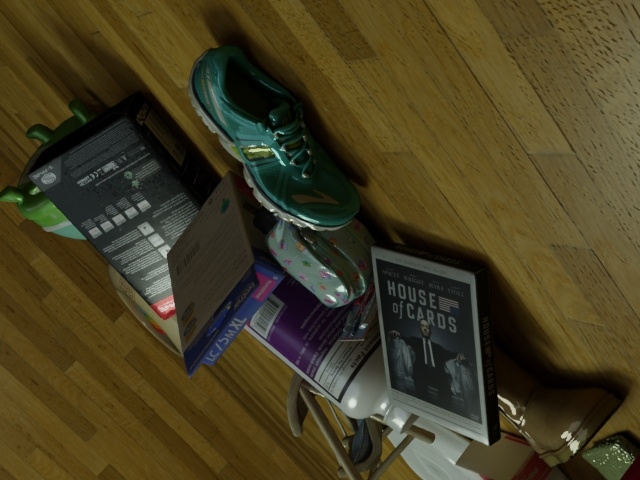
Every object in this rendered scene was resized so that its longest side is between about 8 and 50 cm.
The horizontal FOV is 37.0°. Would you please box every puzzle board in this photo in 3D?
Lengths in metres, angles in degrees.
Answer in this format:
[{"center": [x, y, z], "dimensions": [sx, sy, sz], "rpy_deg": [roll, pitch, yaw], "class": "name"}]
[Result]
[{"center": [0.067, 0.080, 1.324], "dimensions": [0.011, 0.128, 0.096], "rpy_deg": [27, 166, -12], "class": "puzzle board"}]

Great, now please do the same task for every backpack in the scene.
[{"center": [0.000, 0.000, 1.300], "dimensions": [0.182, 0.115, 0.152], "rpy_deg": [43, 162, -3], "class": "backpack"}]

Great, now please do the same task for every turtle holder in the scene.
[{"center": [-0.431, -0.129, 1.838], "dimensions": [0.227, 0.320, 0.243], "rpy_deg": [38, -149, -34], "class": "turtle holder"}]

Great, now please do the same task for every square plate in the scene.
[{"center": [0.250, 0.454, 1.943], "dimensions": [0.347, 0.049, 0.344], "rpy_deg": [23, 153, 50], "class": "square plate"}]

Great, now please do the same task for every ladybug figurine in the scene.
[{"center": [-0.392, 0.149, 2.462], "dimensions": [0.305, 0.162, 0.449], "rpy_deg": [36, 162, 23], "class": "ladybug figurine"}]

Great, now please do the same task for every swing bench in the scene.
[{"center": [0.052, 0.291, 1.672], "dimensions": [0.254, 0.165, 0.253], "rpy_deg": [41, -174, 3], "class": "swing bench"}]

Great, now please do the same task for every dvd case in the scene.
[{"center": [0.146, 0.128, 1.221], "dimensions": [0.179, 0.029, 0.239], "rpy_deg": [15, 121, 47], "class": "dvd case"}]

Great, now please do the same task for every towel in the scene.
[{"center": [0.407, 0.302, 1.257], "dimensions": [0.110, 0.027, 0.148], "rpy_deg": [40, 164, 12], "class": "towel"}]

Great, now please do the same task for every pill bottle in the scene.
[{"center": [0.034, 0.143, 1.452], "dimensions": [0.323, 0.181, 0.181], "rpy_deg": [38, 162, 17], "class": "pill bottle"}]

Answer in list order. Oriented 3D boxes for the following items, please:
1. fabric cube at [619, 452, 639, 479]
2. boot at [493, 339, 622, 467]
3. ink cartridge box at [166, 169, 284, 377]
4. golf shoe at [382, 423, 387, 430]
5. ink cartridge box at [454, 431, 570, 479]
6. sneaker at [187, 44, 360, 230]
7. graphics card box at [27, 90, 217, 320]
[{"center": [0.447, 0.412, 1.034], "dimensions": [0.254, 0.259, 0.258], "rpy_deg": [51, 161, -20], "class": "fabric cube"}, {"center": [0.232, 0.167, 1.229], "dimensions": [0.269, 0.089, 0.236], "rpy_deg": [43, 157, 14], "class": "boot"}, {"center": [-0.144, 0.049, 1.413], "dimensions": [0.065, 0.186, 0.311], "rpy_deg": [29, -158, -27], "class": "ink cartridge box"}, {"center": [0.089, 0.303, 1.915], "dimensions": [0.198, 0.077, 0.094], "rpy_deg": [48, 169, 20], "class": "golf shoe"}, {"center": [0.347, 0.421, 1.570], "dimensions": [0.218, 0.092, 0.158], "rpy_deg": [47, 163, -18], "class": "ink cartridge box"}, {"center": [-0.053, -0.121, 1.163], "dimensions": [0.275, 0.107, 0.110], "rpy_deg": [46, 154, -9], "class": "sneaker"}, {"center": [-0.295, -0.050, 1.665], "dimensions": [0.371, 0.233, 0.094], "rpy_deg": [50, -154, -27], "class": "graphics card box"}]
